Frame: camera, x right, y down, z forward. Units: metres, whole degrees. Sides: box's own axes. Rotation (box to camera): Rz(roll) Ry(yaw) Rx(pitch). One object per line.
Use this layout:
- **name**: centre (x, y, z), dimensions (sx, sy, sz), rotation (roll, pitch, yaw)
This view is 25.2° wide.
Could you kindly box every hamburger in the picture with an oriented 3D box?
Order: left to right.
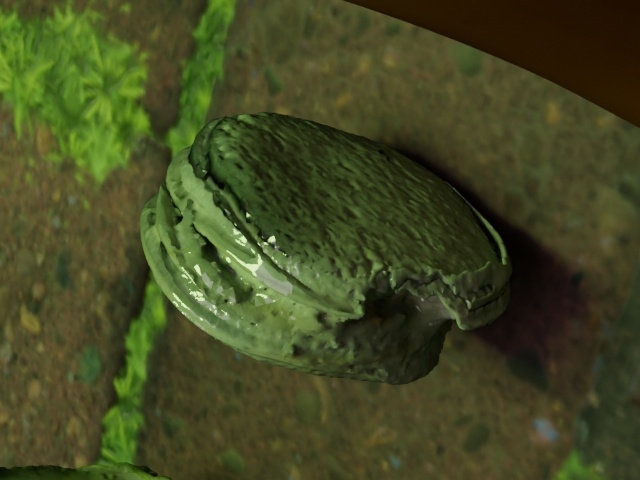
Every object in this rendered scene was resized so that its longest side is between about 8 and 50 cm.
- **hamburger**: centre (0.000, 0.000, 0.566), dimensions (0.133, 0.140, 0.062), rotation (-111, 40, -56)

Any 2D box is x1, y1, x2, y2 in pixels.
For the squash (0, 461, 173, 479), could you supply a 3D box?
- **squash**: centre (-0.122, 0.321, 0.631), dimensions (0.263, 0.263, 0.384), rotation (32, 115, 33)

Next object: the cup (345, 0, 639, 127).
- **cup**: centre (0.100, -0.134, 0.397), dimensions (0.182, 0.264, 0.226), rotation (-8, 79, 48)
